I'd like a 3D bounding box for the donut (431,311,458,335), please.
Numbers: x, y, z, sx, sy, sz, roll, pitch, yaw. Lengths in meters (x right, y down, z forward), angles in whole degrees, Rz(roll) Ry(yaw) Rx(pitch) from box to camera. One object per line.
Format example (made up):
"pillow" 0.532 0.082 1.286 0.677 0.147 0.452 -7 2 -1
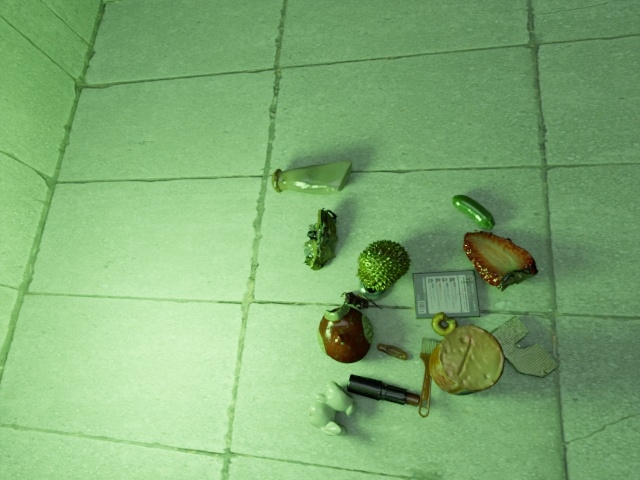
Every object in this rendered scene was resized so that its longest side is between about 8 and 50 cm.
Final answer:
"donut" 0.515 0.355 1.787 0.108 0.043 0.097 28 96 15

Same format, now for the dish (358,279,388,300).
"dish" 0.232 0.193 1.902 0.141 0.078 0.141 -4 72 12

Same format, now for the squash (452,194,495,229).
"squash" 0.681 -0.132 1.902 0.077 0.068 0.219 -38 67 -17

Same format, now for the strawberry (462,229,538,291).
"strawberry" 0.737 0.082 1.807 0.233 0.137 0.306 -18 42 -12

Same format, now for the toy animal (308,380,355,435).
"toy animal" 0.052 0.691 1.761 0.178 0.127 0.193 27 78 18

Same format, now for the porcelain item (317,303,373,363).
"porcelain item" 0.097 0.390 1.791 0.253 0.253 0.253 -4 72 12

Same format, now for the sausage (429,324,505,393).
"sausage" 0.540 0.460 1.616 0.233 0.287 0.233 -2 68 6

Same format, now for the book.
"book" 0.536 0.233 1.842 0.264 0.027 0.202 -5 72 12

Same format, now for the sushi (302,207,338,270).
"sushi" 0.006 0.001 2.006 0.131 0.139 0.291 0 71 34

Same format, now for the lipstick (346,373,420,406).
"lipstick" 0.256 0.620 1.759 0.300 0.081 0.081 12 76 11

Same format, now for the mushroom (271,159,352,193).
"mushroom" -0.042 -0.293 2.094 0.407 0.137 0.154 -5 83 15

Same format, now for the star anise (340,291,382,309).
"star anise" 0.178 0.270 1.878 0.191 0.097 0.070 24 95 19

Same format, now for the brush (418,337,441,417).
"brush" 0.436 0.555 1.738 0.090 0.017 0.314 11 66 5

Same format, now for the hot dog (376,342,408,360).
"hot dog" 0.306 0.469 1.823 0.137 0.028 0.044 19 71 20

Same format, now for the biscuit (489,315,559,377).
"biscuit" 0.801 0.434 1.703 0.147 0.046 0.250 -37 67 -1

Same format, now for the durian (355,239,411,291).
"durian" 0.269 0.096 1.842 0.237 0.176 0.200 -26 44 -18
